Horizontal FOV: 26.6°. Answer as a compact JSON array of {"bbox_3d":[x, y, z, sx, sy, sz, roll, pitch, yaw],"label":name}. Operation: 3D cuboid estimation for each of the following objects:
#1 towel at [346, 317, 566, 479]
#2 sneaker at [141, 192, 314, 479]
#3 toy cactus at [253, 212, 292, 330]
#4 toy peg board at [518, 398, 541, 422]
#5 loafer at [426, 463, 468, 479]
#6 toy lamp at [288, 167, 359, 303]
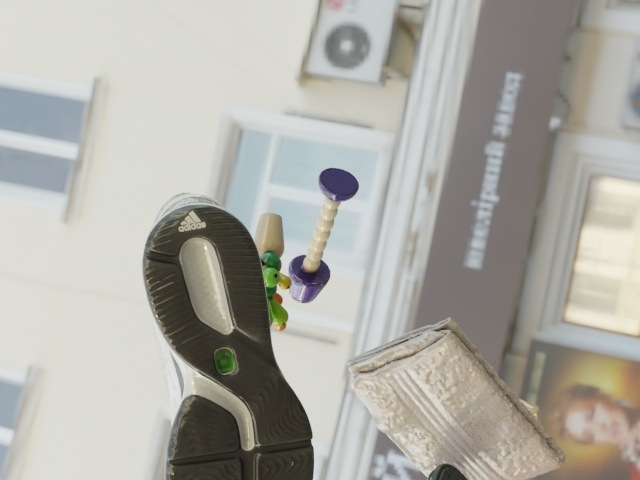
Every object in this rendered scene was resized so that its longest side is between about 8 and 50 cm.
[{"bbox_3d":[0.177,0.234,1.803,0.282,0.187,0.049,48,-143,-19],"label":"towel"},{"bbox_3d":[-0.111,0.153,1.584,0.257,0.169,0.448,-118,21,-76],"label":"sneaker"},{"bbox_3d":[-0.092,0.049,2.061,0.219,0.112,0.180,81,-167,-73],"label":"toy cactus"},{"bbox_3d":[0.279,0.329,2.271,0.079,0.161,0.161,-47,-34,-36],"label":"toy peg board"},{"bbox_3d":[0.125,0.375,1.717,0.084,0.096,0.267,-44,-5,26],"label":"loafer"},{"bbox_3d":[0.000,0.000,2.326,0.080,0.080,0.275,-57,-9,-47],"label":"toy lamp"}]
